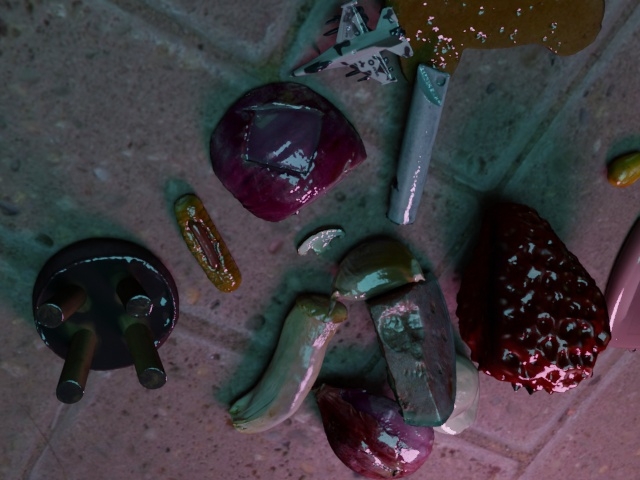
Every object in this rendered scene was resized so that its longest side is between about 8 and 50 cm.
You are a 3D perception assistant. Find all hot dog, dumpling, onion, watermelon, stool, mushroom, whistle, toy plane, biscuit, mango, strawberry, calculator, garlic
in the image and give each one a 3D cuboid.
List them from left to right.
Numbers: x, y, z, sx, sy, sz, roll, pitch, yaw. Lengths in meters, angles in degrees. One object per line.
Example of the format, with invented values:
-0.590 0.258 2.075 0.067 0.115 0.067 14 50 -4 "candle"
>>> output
-0.390 0.150 1.571 0.272 0.178 0.272 -4 116 -9 "stool"
-0.211 0.013 1.612 0.066 0.047 0.216 -22 119 3 "hot dog"
-0.061 -0.144 1.529 0.250 0.111 0.247 -37 119 10 "onion"
-0.064 0.255 1.746 0.122 0.095 0.351 31 107 -3 "mushroom"
0.000 0.000 1.664 0.101 0.019 0.049 -23 118 4 "mushroom"
0.052 -0.322 1.457 0.234 0.082 0.160 -8 127 37 "toy plane"
0.084 0.403 1.798 0.283 0.120 0.227 32 135 -3 "onion"
0.090 0.069 1.656 0.198 0.129 0.090 -20 126 1 "garlic"
0.157 0.204 1.655 0.148 0.318 0.226 -15 145 21 "watermelon"
0.173 -0.168 1.560 0.062 0.062 0.312 1 127 -12 "whistle"
0.244 0.300 1.802 0.250 0.132 0.162 36 68 -24 "dumpling"
0.282 -0.451 1.447 0.394 0.076 0.368 -14 130 -2 "biscuit"
0.400 0.094 1.656 0.295 0.317 0.345 -1 104 23 "strawberry"
0.603 -0.140 1.699 0.089 0.046 0.060 -38 117 4 "mango"
0.717 0.108 1.850 0.220 0.048 0.330 1 119 -13 "calculator"
